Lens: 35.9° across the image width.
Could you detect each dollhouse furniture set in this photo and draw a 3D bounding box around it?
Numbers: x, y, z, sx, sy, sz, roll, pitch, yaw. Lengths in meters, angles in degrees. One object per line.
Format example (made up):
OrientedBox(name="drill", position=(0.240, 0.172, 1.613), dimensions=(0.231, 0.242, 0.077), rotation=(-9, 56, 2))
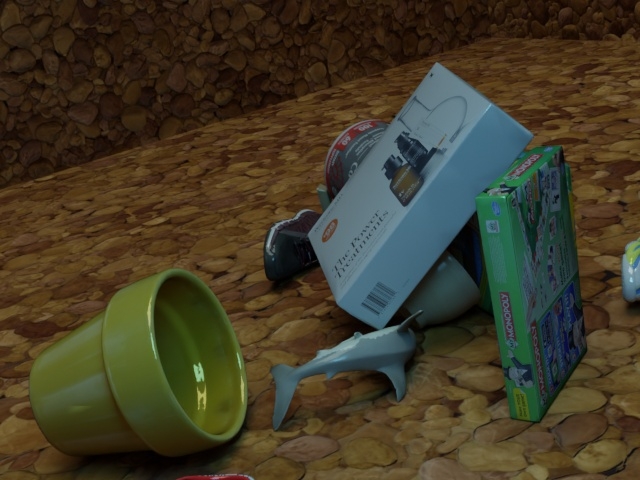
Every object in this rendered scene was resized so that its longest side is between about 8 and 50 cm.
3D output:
OrientedBox(name="dollhouse furniture set", position=(-0.004, -0.070, 2.149), dimensions=(0.081, 0.114, 0.091), rotation=(-8, 22, 21))

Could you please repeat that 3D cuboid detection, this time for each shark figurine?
OrientedBox(name="shark figurine", position=(0.066, 0.189, 1.426), dimensions=(0.278, 0.116, 0.166), rotation=(-14, -15, -33))

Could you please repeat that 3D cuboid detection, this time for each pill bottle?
OrientedBox(name="pill bottle", position=(0.172, -0.100, 1.971), dimensions=(0.210, 0.210, 0.363), rotation=(-18, 28, -20))

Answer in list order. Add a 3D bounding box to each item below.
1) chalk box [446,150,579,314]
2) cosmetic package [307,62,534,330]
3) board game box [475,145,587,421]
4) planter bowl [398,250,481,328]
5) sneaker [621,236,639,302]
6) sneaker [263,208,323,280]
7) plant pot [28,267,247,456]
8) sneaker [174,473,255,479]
OrientedBox(name="chalk box", position=(0.307, -0.051, 1.668), dimensions=(0.180, 0.289, 0.179), rotation=(-17, 21, -19))
OrientedBox(name="cosmetic package", position=(0.142, -0.080, 1.576), dimensions=(0.377, 0.097, 0.284), rotation=(-53, 19, 12))
OrientedBox(name="board game box", position=(0.294, 0.054, 1.342), dimensions=(0.046, 0.317, 0.213), rotation=(1, 22, 34))
OrientedBox(name="planter bowl", position=(0.169, 0.077, 1.621), dimensions=(0.109, 0.162, 0.162), rotation=(-43, 27, -8))
OrientedBox(name="sneaker", position=(0.567, 0.035, 1.596), dimensions=(0.126, 0.091, 0.240), rotation=(2, 22, 30))
OrientedBox(name="sneaker", position=(0.000, 0.000, 1.967), dimensions=(0.162, 0.106, 0.281), rotation=(1, 21, 20))
OrientedBox(name="plant pot", position=(-0.265, 0.192, 1.387), dimensions=(0.239, 0.254, 0.254), rotation=(-19, 16, 18))
OrientedBox(name="sneaker", position=(-0.180, 0.337, 1.053), dimensions=(0.270, 0.145, 0.090), rotation=(-14, 20, -11))
